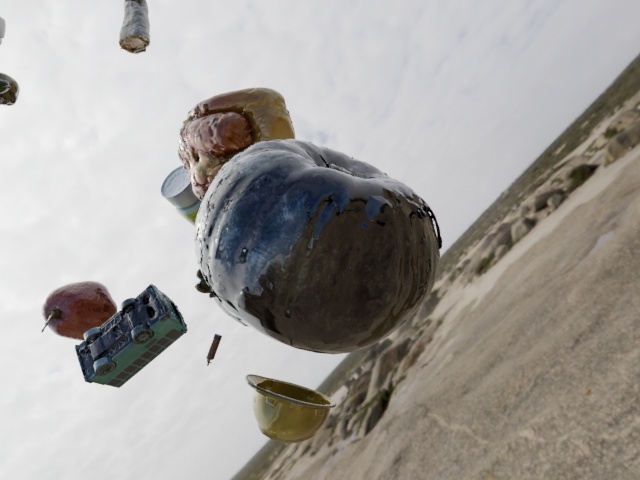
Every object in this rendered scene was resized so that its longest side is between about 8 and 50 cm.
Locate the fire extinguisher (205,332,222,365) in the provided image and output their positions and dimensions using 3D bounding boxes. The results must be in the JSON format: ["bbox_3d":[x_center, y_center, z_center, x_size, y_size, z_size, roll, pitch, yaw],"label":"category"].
[{"bbox_3d":[-0.281,0.286,1.198,0.083,0.023,0.028,-71,15,-8],"label":"fire extinguisher"}]

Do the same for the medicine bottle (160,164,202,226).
[{"bbox_3d":[-0.348,-0.110,1.358,0.139,0.139,0.225,-45,-43,-4],"label":"medicine bottle"}]

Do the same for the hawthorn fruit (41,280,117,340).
[{"bbox_3d":[-0.619,0.175,1.139,0.162,0.162,0.203,-48,-22,10],"label":"hawthorn fruit"}]

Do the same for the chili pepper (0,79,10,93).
[{"bbox_3d":[-0.674,-0.245,0.867,0.182,0.050,0.073,-49,-48,5],"label":"chili pepper"}]

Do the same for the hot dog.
[{"bbox_3d":[-0.149,-0.144,0.746,0.153,0.150,0.257,-11,-4,-25],"label":"hot dog"}]

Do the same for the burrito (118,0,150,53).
[{"bbox_3d":[-0.465,-0.545,1.152,0.087,0.225,0.060,-27,-36,17],"label":"burrito"}]

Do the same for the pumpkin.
[{"bbox_3d":[0.000,0.000,0.437,0.233,0.233,0.162,-18,-47,-62],"label":"pumpkin"}]

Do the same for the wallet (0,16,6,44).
[{"bbox_3d":[-0.660,-0.433,0.890,0.122,0.025,0.061,179,97,-85],"label":"wallet"}]

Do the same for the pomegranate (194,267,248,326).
[{"bbox_3d":[-0.188,0.117,1.167,0.242,0.242,0.306,-54,-7,29],"label":"pomegranate"}]

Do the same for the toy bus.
[{"bbox_3d":[-0.295,0.153,0.730,0.160,0.079,0.092,-41,-35,0],"label":"toy bus"}]

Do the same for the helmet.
[{"bbox_3d":[-0.096,0.462,1.225,0.205,0.257,0.140,158,127,-79],"label":"helmet"}]

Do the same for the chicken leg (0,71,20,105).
[{"bbox_3d":[-0.705,-0.314,0.949,0.070,0.178,0.093,86,-152,-42],"label":"chicken leg"}]
